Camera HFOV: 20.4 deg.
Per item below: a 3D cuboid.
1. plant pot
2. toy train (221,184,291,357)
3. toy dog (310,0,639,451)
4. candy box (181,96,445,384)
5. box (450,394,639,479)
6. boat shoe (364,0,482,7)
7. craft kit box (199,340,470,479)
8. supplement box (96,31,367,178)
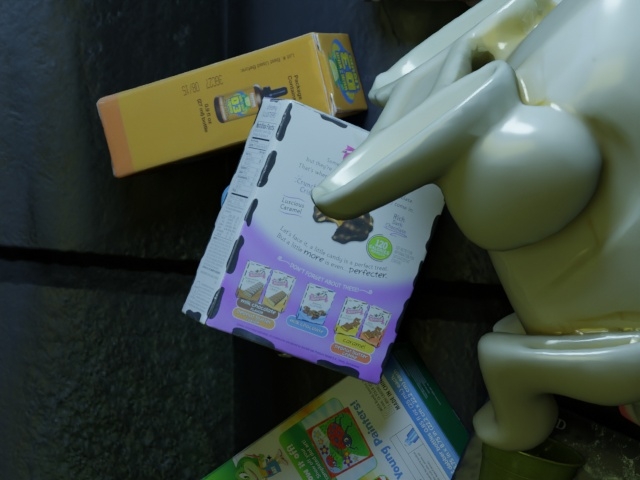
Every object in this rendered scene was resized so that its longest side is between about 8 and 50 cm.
[{"bbox_3d":[0.151,0.191,1.354,0.083,0.083,0.079,20,99,24],"label":"plant pot"},{"bbox_3d":[-0.021,0.009,1.559,0.105,0.080,0.184,-11,89,21],"label":"toy train"},{"bbox_3d":[0.256,-0.004,1.284,0.395,0.284,0.408,-34,104,17],"label":"toy dog"},{"bbox_3d":[0.000,0.000,1.474,0.070,0.165,0.196,16,85,68],"label":"candy box"},{"bbox_3d":[0.182,0.214,1.428,0.156,0.093,0.158,23,86,12],"label":"box"},{"bbox_3d":[0.145,-0.224,1.459,0.257,0.095,0.095,10,122,25],"label":"boat shoe"},{"bbox_3d":[0.044,0.257,1.560,0.247,0.061,0.250,-36,78,22],"label":"craft kit box"},{"bbox_3d":[-0.079,-0.119,1.577,0.233,0.080,0.078,-13,89,29],"label":"supplement box"}]
